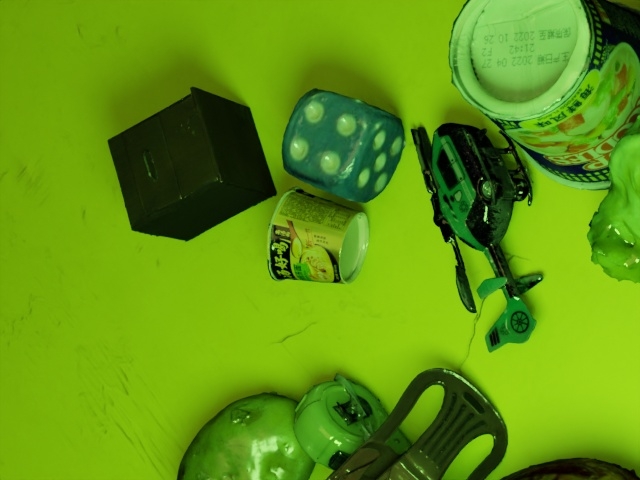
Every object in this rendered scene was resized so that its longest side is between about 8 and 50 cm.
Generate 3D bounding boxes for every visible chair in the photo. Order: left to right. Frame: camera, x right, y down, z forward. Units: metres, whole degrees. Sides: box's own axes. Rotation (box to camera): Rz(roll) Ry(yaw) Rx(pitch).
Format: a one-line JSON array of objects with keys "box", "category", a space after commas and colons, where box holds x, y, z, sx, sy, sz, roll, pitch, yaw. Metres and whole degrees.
[{"box": [0.110, 0.341, 1.900, 0.175, 0.326, 0.183, 46, 129, 4], "category": "chair"}]

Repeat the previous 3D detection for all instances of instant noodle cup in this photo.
[{"box": [0.000, 0.000, 2.091, 0.122, 0.151, 0.151, 12, 90, 20], "category": "instant noodle cup"}, {"box": [0.321, -0.228, 1.823, 0.284, 0.312, 0.284, -5, 80, 30], "category": "instant noodle cup"}]

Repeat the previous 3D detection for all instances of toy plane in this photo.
[{"box": [0.232, -0.031, 1.973, 0.155, 0.106, 0.381, -37, 68, 40], "category": "toy plane"}]

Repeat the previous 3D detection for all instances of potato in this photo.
[{"box": [-0.110, 0.345, 2.103, 0.253, 0.148, 0.186, -36, 83, 13], "category": "potato"}]

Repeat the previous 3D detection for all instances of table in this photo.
[{"box": [-0.213, -0.119, 2.206, 0.193, 0.172, 0.169, -25, 72, 25], "category": "table"}]

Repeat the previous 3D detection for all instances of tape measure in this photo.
[{"box": [0.037, 0.277, 2.022, 0.177, 0.154, 0.087, 52, 129, 30], "category": "tape measure"}]

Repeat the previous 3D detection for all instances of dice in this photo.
[{"box": [0.033, -0.147, 2.081, 0.146, 0.143, 0.146, 25, 97, 30], "category": "dice"}]

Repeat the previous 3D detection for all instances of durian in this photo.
[{"box": [0.498, -0.095, 1.744, 0.340, 0.256, 0.204, -36, 57, -9], "category": "durian"}]

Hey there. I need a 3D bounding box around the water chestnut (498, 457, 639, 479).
[{"box": [0.306, 0.451, 1.746, 0.350, 0.302, 0.350, -6, 77, 27], "category": "water chestnut"}]
